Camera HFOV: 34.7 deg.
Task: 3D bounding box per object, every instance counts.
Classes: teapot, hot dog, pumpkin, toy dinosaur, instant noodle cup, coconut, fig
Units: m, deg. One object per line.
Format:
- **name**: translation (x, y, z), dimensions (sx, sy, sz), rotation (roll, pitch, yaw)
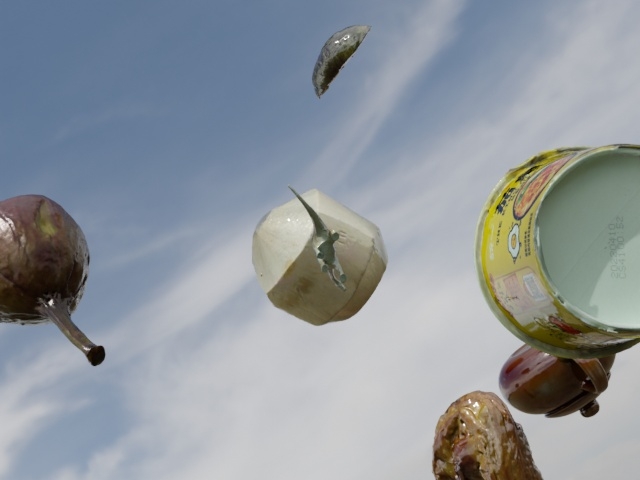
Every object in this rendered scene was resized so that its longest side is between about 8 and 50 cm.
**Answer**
- **teapot**: translation (0.347, 0.186, 1.419), dimensions (0.178, 0.135, 0.252), rotation (-38, -4, -8)
- **hot dog**: translation (0.218, 0.298, 1.258), dimensions (0.099, 0.227, 0.160), rotation (-34, 4, -27)
- **pumpkin**: translation (0.013, -0.165, 0.919), dimensions (0.083, 0.028, 0.050), rotation (-55, 3, 28)
- **toy dinosaur**: translation (0.006, 0.008, 1.252), dimensions (0.037, 0.058, 0.180), rotation (-25, -52, -14)
- **instant noodle cup**: translation (0.219, 0.004, 0.793), dimensions (0.182, 0.182, 0.144), rotation (-28, -4, -2)
- **coconut**: translation (-0.013, 0.025, 1.756), dimensions (0.241, 0.241, 0.241), rotation (-24, -23, -11)
- **fig**: translation (-0.348, 0.045, 1.338), dimensions (0.190, 0.290, 0.191), rotation (-26, -58, -49)
